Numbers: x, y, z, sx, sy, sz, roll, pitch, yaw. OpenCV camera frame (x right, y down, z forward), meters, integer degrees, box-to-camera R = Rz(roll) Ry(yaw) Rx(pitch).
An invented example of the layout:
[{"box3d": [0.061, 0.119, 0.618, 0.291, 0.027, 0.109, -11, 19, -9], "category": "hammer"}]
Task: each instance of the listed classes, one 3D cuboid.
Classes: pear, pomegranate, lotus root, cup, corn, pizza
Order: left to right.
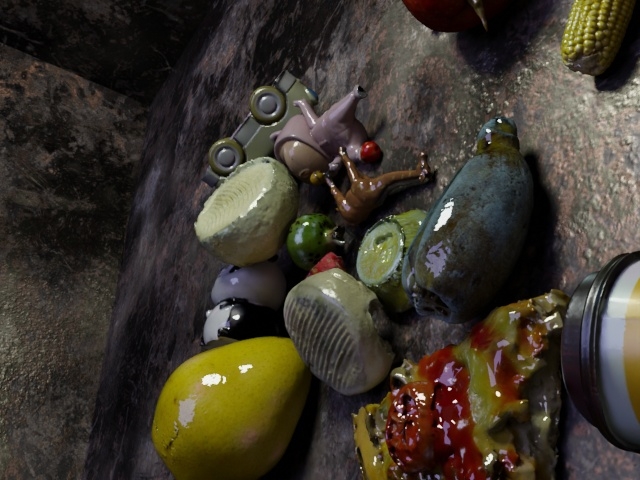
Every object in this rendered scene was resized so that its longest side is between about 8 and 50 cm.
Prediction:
[{"box3d": [-0.157, 0.333, 1.353, 0.336, 0.285, 0.285, -21, 40, 3], "category": "pear"}, {"box3d": [0.000, 0.000, 1.423, 0.161, 0.122, 0.122, -10, 62, 45], "category": "pomegranate"}, {"box3d": [0.183, 0.228, 0.913, 0.406, 0.130, 0.440, -67, 27, 9], "category": "pizza"}, {"box3d": [0.230, -0.031, 0.996, 0.322, 0.140, 0.158, -59, -2, -19], "category": "lotus root"}, {"box3d": [0.398, -0.350, 0.961, 0.081, 0.081, 0.249, 14, 84, 63], "category": "corn"}, {"box3d": [0.370, 0.100, 0.608, 0.279, 0.196, 0.197, -7, 65, 50], "category": "cup"}]

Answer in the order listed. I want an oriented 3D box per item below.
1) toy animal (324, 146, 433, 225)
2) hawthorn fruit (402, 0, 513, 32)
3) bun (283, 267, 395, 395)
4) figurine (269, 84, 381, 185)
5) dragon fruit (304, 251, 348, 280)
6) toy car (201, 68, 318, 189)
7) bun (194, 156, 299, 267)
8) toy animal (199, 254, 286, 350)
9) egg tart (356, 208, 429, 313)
[{"box3d": [0.106, -0.111, 1.340, 0.230, 0.066, 0.224, 49, 127, 40], "category": "toy animal"}, {"box3d": [0.233, -0.489, 1.194, 0.258, 0.258, 0.262, -53, 3, 29], "category": "hawthorn fruit"}, {"box3d": [0.039, 0.149, 1.201, 0.237, 0.116, 0.210, 33, 134, 35], "category": "bun"}, {"box3d": [0.001, -0.212, 1.511, 0.287, 0.176, 0.186, -12, 40, 45], "category": "figurine"}, {"box3d": [0.021, 0.108, 1.346, 0.153, 0.111, 0.153, -49, -8, -9], "category": "dragon fruit"}, {"box3d": [-0.125, -0.232, 1.736, 0.336, 0.226, 0.242, -50, 10, 3], "category": "toy car"}, {"box3d": [-0.140, -0.051, 1.505, 0.259, 0.152, 0.259, -31, 30, 20], "category": "bun"}, {"box3d": [-0.165, 0.144, 1.561, 0.187, 0.165, 0.235, -31, 46, 55], "category": "toy animal"}, {"box3d": [0.130, 0.028, 1.200, 0.197, 0.078, 0.197, -36, 43, 44], "category": "egg tart"}]
